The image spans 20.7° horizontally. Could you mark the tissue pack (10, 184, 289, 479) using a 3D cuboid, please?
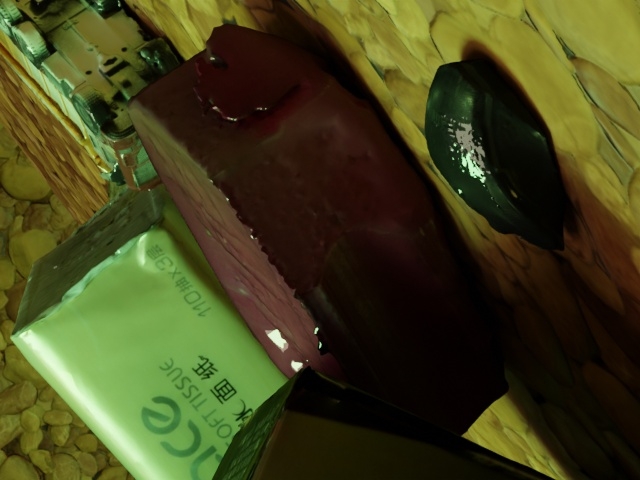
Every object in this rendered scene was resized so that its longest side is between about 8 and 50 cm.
[{"bbox_3d":[-0.103,0.150,1.733,0.405,0.205,0.332,52,-177,-13],"label":"tissue pack"}]

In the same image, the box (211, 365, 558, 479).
[{"bbox_3d":[0.105,0.234,1.122,0.373,0.138,0.420,25,167,-2],"label":"box"}]

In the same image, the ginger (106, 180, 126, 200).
[{"bbox_3d":[-0.157,0.009,1.979,0.290,0.084,0.122,43,159,38],"label":"ginger"}]

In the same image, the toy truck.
[{"bbox_3d":[-0.212,-0.159,1.614,0.270,0.114,0.135,46,163,32],"label":"toy truck"}]

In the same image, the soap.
[{"bbox_3d":[0.000,0.000,1.228,0.220,0.127,0.325,37,160,48],"label":"soap"}]

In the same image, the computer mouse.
[{"bbox_3d":[0.090,-0.039,0.943,0.079,0.047,0.135,41,166,49],"label":"computer mouse"}]
